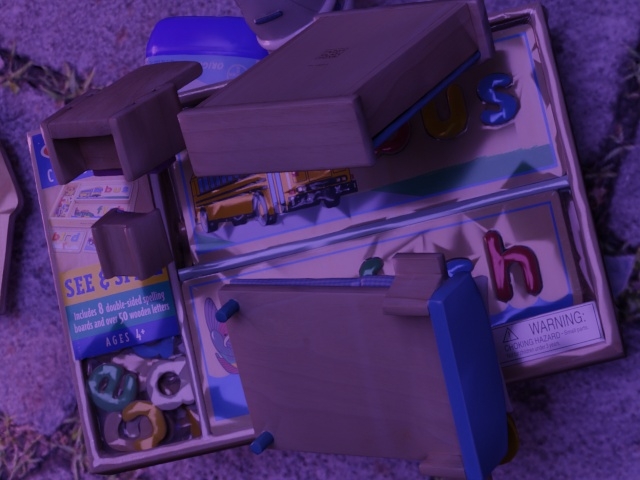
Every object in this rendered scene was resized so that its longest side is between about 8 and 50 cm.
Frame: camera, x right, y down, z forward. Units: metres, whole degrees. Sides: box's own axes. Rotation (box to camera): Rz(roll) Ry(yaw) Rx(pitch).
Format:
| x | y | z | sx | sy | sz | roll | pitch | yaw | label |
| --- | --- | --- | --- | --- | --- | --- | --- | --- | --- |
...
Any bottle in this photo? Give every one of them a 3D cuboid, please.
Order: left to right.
| x | y | z | sx | sy | sz | roll | pitch | yaw | label |
| --- | --- | --- | --- | --- | --- | --- | --- | --- | --- |
| -0.092 | -0.035 | 1.553 | 0.118 | 0.092 | 0.283 | 3 | 83 | 23 | bottle |

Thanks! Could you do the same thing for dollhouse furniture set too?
| x | y | z | sx | sy | sz | roll | pitch | yaw | label |
| --- | --- | --- | --- | --- | --- | --- | --- | --- | --- |
| 0.006 | 0.011 | 1.392 | 0.286 | 0.198 | 0.303 | -2 | 114 | 33 | dollhouse furniture set |

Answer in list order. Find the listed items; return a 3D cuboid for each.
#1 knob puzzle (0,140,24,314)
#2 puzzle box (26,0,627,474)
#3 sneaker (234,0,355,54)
| x | y | z | sx | sy | sz | roll | pitch | yaw | label |
| --- | --- | --- | --- | --- | --- | --- | --- | --- | --- |
| -0.335 | -0.031 | 1.718 | 0.213 | 0.030 | 0.213 | -5 | 79 | 28 | knob puzzle |
| 0.000 | 0.000 | 1.453 | 0.409 | 0.052 | 0.272 | -14 | 79 | 10 | puzzle box |
| -0.024 | -0.275 | 1.519 | 0.105 | 0.115 | 0.281 | -21 | 50 | 24 | sneaker |
